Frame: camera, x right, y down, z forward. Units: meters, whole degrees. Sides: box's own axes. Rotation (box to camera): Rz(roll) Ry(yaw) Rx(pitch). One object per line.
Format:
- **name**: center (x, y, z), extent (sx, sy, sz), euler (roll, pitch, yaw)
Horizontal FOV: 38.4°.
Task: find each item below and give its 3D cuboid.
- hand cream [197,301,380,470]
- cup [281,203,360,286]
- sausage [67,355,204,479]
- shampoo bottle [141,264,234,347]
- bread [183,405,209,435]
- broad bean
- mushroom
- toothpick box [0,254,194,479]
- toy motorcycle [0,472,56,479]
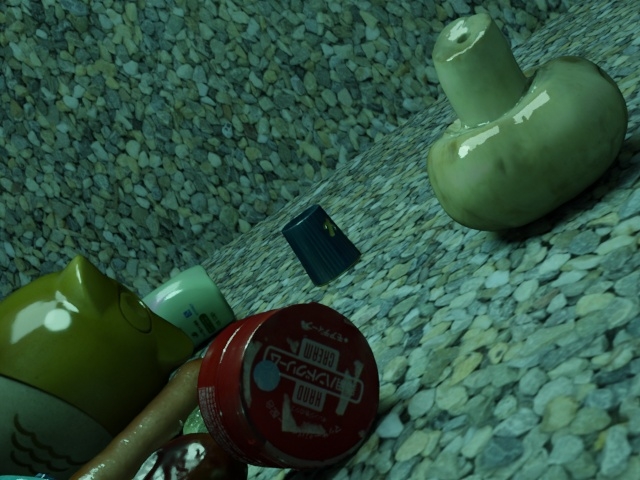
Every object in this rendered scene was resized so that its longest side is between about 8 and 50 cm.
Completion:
- **hand cream**: center (-0.046, 0.202, 1.264), extent (0.230, 0.230, 0.149), euler (-44, 10, -33)
- **cup**: center (0.000, 0.000, 2.141), extent (0.131, 0.155, 0.176), euler (-32, 13, 19)
- **sausage**: center (-0.333, 0.371, 1.775), extent (0.419, 0.094, 0.094), euler (-46, -7, -44)
- **shampoo bottle**: center (-0.401, 0.221, 2.310), extent (0.350, 0.151, 0.221), euler (-33, -34, -8)
- **bread**: center (-0.210, 0.319, 1.771), extent (0.112, 0.036, 0.193), euler (-26, 14, 46)
- **broad bean**: center (-0.207, 0.372, 1.318), extent (0.228, 0.122, 0.156), euler (-43, 37, -5)
- **mushroom**: center (0.331, -0.175, 1.551), extent (0.353, 0.353, 0.325), euler (-25, 46, 45)
- **toothpick box**: center (-0.526, 0.269, 1.926), extent (0.425, 0.409, 0.409), euler (-43, 10, 8)
- **toy motorcycle**: center (-0.470, 0.459, 1.468), extent (0.260, 0.206, 0.154), euler (4, 31, 15)
